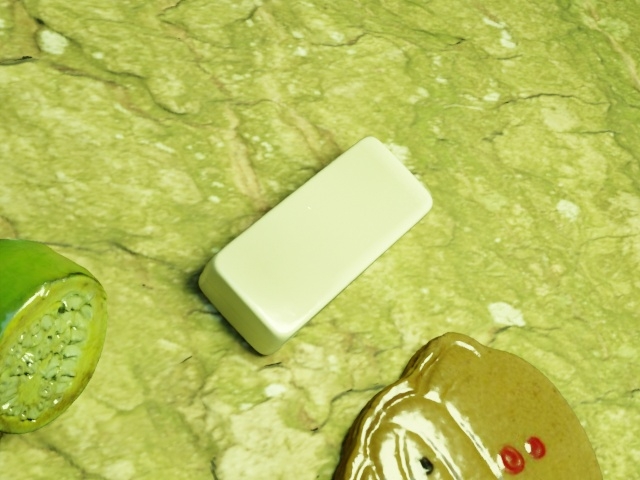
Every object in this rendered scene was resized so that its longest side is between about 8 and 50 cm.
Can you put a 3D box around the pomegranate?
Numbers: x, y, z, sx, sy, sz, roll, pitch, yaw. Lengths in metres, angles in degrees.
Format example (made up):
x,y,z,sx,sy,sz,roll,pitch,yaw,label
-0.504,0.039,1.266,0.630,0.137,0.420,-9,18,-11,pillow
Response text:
x,y,z,sx,sy,sz,roll,pitch,yaw,label
-0.327,0.109,1.090,0.159,0.241,0.190,21,24,23,pomegranate

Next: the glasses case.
x,y,z,sx,sy,sz,roll,pitch,yaw,label
0.000,0.000,1.338,0.131,0.070,0.313,47,55,4,glasses case

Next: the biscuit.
x,y,z,sx,sy,sz,roll,pitch,yaw,label
0.171,0.293,1.275,0.381,0.074,0.359,-19,72,-35,biscuit
